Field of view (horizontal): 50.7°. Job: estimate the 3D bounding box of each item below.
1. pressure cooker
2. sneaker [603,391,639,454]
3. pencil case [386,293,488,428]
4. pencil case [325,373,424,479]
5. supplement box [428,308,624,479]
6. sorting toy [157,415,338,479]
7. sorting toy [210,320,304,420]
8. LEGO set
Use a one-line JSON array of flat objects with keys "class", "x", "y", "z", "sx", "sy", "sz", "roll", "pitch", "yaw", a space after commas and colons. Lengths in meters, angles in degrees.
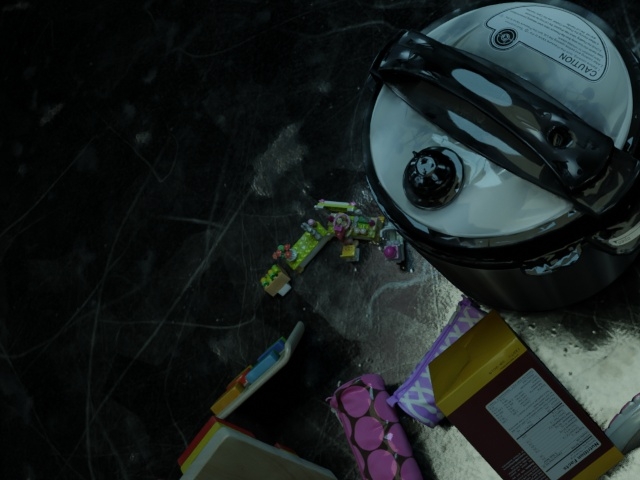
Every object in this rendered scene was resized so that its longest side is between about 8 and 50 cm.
[{"class": "pressure cooker", "x": 0.260, "y": -0.109, "z": 0.915, "sx": 0.370, "sy": 0.420, "sz": 0.375, "roll": -7, "pitch": 69, "yaw": 25}, {"class": "sneaker", "x": 0.487, "y": 0.230, "z": 0.868, "sx": 0.252, "sy": 0.103, "sz": 0.111, "roll": -31, "pitch": 60, "yaw": 15}, {"class": "pencil case", "x": 0.195, "y": 0.186, "z": 1.035, "sx": 0.206, "sy": 0.088, "sz": 0.086, "roll": -56, "pitch": 28, "yaw": -1}, {"class": "pencil case", "x": 0.087, "y": 0.318, "z": 1.046, "sx": 0.098, "sy": 0.095, "sz": 0.209, "roll": -20, "pitch": 63, "yaw": -7}, {"class": "supplement box", "x": 0.259, "y": 0.219, "z": 0.895, "sx": 0.129, "sy": 0.191, "sz": 0.194, "roll": -42, "pitch": 89, "yaw": 8}, {"class": "sorting toy", "x": -0.147, "y": 0.412, "z": 1.048, "sx": 0.255, "sy": 0.257, "sz": 0.089, "roll": -52, "pitch": 39, "yaw": 1}, {"class": "sorting toy", "x": -0.111, "y": 0.226, "z": 1.125, "sx": 0.038, "sy": 0.193, "sz": 0.208, "roll": 43, "pitch": 97, "yaw": 0}, {"class": "LEGO set", "x": 0.000, "y": 0.000, "z": 1.189, "sx": 0.287, "sy": 0.107, "sz": 0.132, "roll": -16, "pitch": 66, "yaw": 21}]
